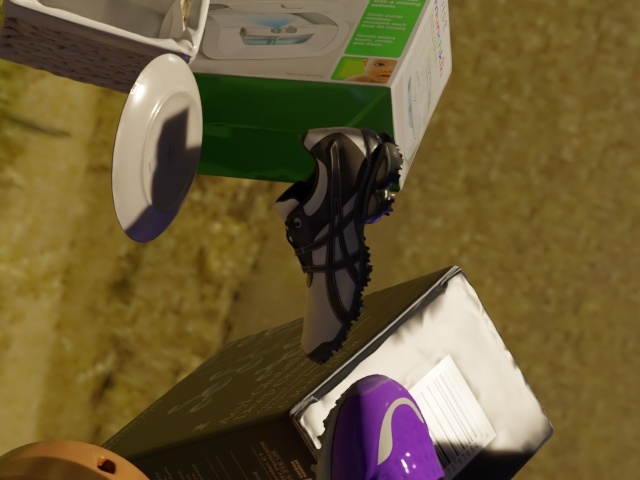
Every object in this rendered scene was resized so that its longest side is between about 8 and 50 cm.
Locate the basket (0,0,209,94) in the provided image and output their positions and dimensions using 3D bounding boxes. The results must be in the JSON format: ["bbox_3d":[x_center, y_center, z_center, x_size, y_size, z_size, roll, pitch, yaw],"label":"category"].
[{"bbox_3d":[-0.186,-0.200,1.672,0.103,0.167,0.113,129,-27,-59],"label":"basket"}]

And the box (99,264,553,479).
[{"bbox_3d":[-0.016,0.222,2.045,0.293,0.395,0.212,-39,102,-42],"label":"box"}]

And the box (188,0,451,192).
[{"bbox_3d":[-0.021,-0.166,1.956,0.231,0.262,0.127,-64,155,-49],"label":"box"}]

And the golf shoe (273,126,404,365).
[{"bbox_3d":[0.000,0.000,1.606,0.077,0.094,0.198,-125,-132,-75],"label":"golf shoe"}]

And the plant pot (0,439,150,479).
[{"bbox_3d":[-0.241,0.310,1.739,0.203,0.290,0.291,-76,172,-68],"label":"plant pot"}]

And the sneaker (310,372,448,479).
[{"bbox_3d":[0.094,0.227,1.337,0.102,0.146,0.293,-29,112,-49],"label":"sneaker"}]

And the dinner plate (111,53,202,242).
[{"bbox_3d":[-0.115,-0.067,1.458,0.141,0.017,0.141,11,90,-68],"label":"dinner plate"}]
